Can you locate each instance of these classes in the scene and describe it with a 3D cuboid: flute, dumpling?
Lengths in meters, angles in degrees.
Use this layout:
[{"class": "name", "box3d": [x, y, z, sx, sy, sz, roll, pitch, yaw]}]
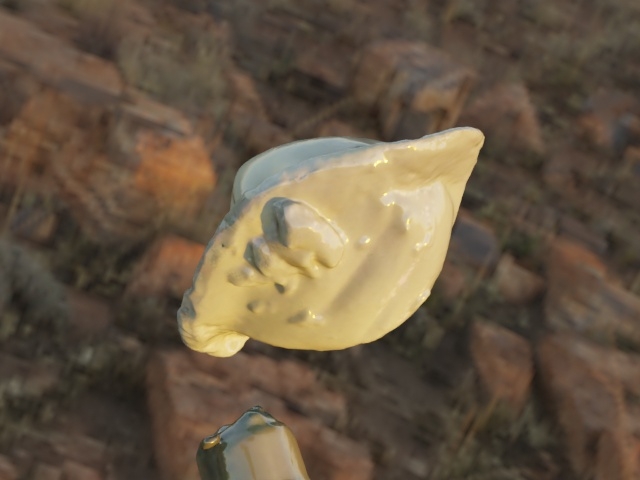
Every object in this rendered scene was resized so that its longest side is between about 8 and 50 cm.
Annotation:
[{"class": "flute", "box3d": [0.019, 0.143, 0.327, 0.027, 0.027, 0.233, -8, 76, -45]}, {"class": "dumpling", "box3d": [0.001, 0.002, 0.423, 0.076, 0.052, 0.057, -6, 14, 29]}]
